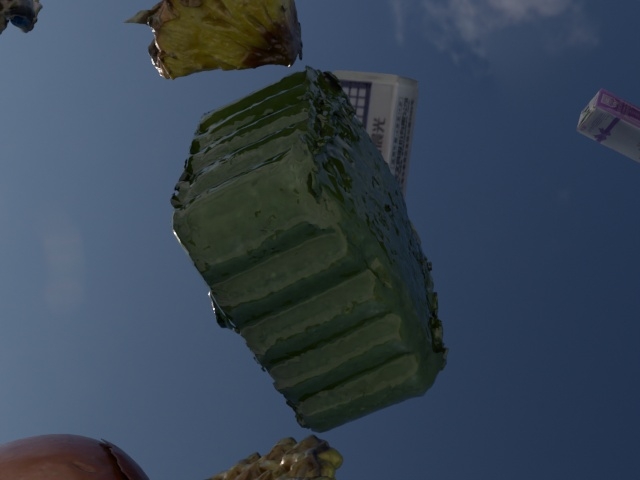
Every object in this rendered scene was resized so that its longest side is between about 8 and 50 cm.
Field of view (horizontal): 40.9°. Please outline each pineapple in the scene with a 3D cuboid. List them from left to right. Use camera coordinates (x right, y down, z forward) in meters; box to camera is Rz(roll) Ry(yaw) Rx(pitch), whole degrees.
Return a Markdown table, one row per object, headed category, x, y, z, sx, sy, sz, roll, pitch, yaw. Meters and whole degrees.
| category | x | y | z | sx | sy | sz | roll | pitch | yaw |
| --- | --- | --- | --- | --- | --- | --- | --- | --- | --- |
| pineapple | -0.060 | -0.158 | 0.589 | 0.137 | 0.116 | 0.069 | -41 | -152 | 34 |

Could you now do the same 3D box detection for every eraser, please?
| category | x | y | z | sx | sy | sz | roll | pitch | yaw |
| --- | --- | --- | --- | --- | --- | --- | --- | --- | --- |
| eraser | 0.069 | -0.118 | 1.336 | 0.124 | 0.081 | 0.279 | 12 | -81 | 33 |

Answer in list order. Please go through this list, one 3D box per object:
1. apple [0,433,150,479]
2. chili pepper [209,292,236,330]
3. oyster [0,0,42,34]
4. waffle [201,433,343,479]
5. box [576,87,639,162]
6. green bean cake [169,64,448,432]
| category | x | y | z | sx | sy | sz | roll | pitch | yaw |
| --- | --- | --- | --- | --- | --- | --- | --- | --- | --- |
| apple | -0.224 | 0.290 | 0.676 | 0.206 | 0.251 | 0.272 | -4 | -119 | -28 |
| chili pepper | -0.108 | 0.005 | 1.089 | 0.062 | 0.108 | 0.216 | 6 | -93 | 10 |
| oyster | -0.391 | -0.323 | 0.963 | 0.083 | 0.214 | 0.223 | -26 | -168 | 14 |
| waffle | -0.109 | 0.296 | 0.872 | 0.301 | 0.281 | 0.058 | -24 | -85 | 22 |
| box | 0.360 | -0.125 | 0.990 | 0.117 | 0.050 | 0.036 | 27 | -122 | 2 |
| green bean cake | 0.000 | 0.000 | 0.589 | 0.113 | 0.200 | 0.214 | -25 | -152 | 15 |
